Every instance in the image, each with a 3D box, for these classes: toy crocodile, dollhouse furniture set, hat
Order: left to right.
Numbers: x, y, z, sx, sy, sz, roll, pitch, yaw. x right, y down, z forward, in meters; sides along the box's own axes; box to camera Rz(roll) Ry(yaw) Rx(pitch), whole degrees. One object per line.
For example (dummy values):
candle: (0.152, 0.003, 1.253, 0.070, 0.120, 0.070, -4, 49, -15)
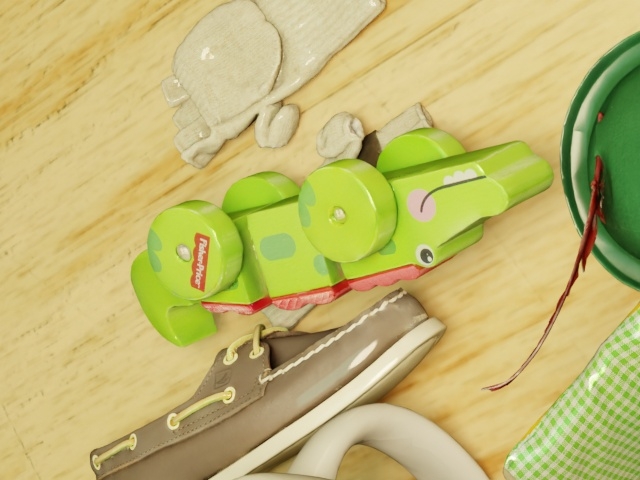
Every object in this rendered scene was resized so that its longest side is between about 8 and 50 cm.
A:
toy crocodile: (0.000, 0.000, 1.025, 0.341, 0.115, 0.105, -14, 98, 36)
hat: (0.194, -0.034, 0.907, 0.173, 0.183, 0.208, -10, 87, 30)
dollhouse furniture set: (0.258, 0.081, 0.806, 0.151, 0.301, 0.197, 40, 109, 25)

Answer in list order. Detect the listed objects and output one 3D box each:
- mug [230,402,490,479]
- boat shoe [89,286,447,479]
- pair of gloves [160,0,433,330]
mug: (0.045, 0.265, 0.919, 0.276, 0.374, 0.328, -32, 117, 35)
boat shoe: (-0.049, 0.121, 1.102, 0.324, 0.117, 0.096, -40, 76, 32)
pair of gloves: (-0.016, -0.077, 1.112, 0.204, 0.042, 0.240, -32, 76, 28)
